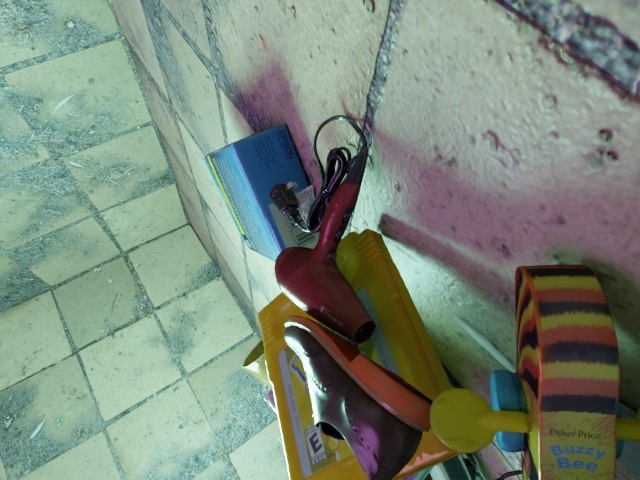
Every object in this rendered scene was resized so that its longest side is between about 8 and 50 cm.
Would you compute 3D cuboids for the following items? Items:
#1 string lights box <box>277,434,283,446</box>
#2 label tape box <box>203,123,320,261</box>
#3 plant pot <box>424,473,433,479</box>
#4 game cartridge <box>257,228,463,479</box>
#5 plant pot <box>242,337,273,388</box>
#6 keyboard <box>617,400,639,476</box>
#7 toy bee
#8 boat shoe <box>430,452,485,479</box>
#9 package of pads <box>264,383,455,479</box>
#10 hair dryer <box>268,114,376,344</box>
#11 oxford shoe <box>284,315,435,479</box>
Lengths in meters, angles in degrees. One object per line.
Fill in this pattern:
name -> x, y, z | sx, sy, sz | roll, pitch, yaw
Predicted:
string lights box -> 0.049, 0.421, 0.913 | 0.133, 0.259, 0.077 | 56, 160, 14
label tape box -> -0.132, -0.096, 0.894 | 0.347, 0.115, 0.249 | 18, 133, 66
plant pot -> 0.236, 0.606, 0.835 | 0.230, 0.215, 0.215 | 37, 152, 20
game cartridge -> 0.026, 0.178, 0.591 | 0.285, 0.052, 0.324 | -43, 49, 29
plant pot -> -0.070, 0.392, 1.269 | 0.254, 0.237, 0.237 | 48, 161, -5
keyboard -> 0.310, 0.200, 0.352 | 0.256, 0.014, 0.072 | 37, 144, 49
toy bee -> 0.210, 0.178, 0.331 | 0.298, 0.195, 0.162 | 61, -158, -14
boat shoe -> 0.229, 0.395, 0.708 | 0.255, 0.079, 0.095 | 61, 163, 8
package of pads -> 0.068, 0.271, 0.691 | 0.296, 0.229, 0.101 | 25, 156, 49
hair dryer -> 0.000, 0.000, 0.560 | 0.223, 0.080, 0.294 | -40, 62, 51
oxford shoe -> 0.010, 0.163, 0.477 | 0.097, 0.098, 0.271 | 36, 171, -26
